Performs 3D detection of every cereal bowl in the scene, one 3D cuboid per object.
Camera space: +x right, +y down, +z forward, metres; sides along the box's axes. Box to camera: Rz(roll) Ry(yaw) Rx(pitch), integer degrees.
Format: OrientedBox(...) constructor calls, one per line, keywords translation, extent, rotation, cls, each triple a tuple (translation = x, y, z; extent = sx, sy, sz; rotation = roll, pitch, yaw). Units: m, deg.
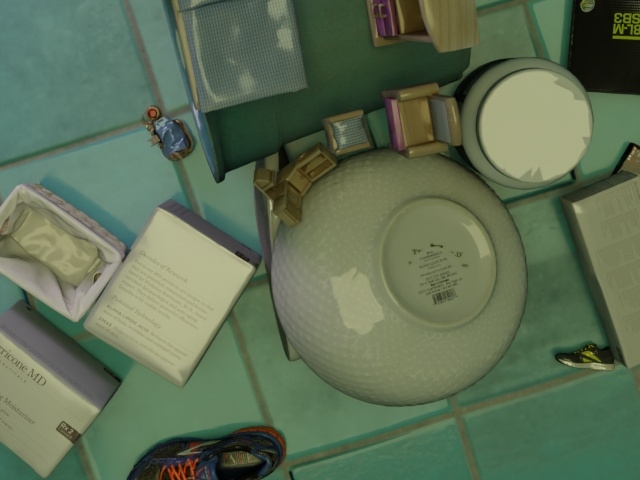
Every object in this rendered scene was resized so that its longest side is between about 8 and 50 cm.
OrientedBox(translation=(0.118, 0.037, 1.761), extent=(0.338, 0.141, 0.339), rotation=(5, 77, -21), cls="cereal bowl")

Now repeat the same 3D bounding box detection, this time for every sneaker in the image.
OrientedBox(translation=(0.000, 0.000, 1.851), extent=(0.146, 0.104, 0.296), rotation=(-11, 93, -10), cls="sneaker")
OrientedBox(translation=(0.356, 0.154, 1.898), extent=(0.083, 0.031, 0.035), rotation=(7, 91, -10), cls="sneaker")
OrientedBox(translation=(-0.156, 0.302, 1.883), extent=(0.221, 0.087, 0.083), rotation=(-18, 95, 2), cls="sneaker")

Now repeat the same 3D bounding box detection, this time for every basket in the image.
OrientedBox(translation=(-0.346, 0.012, 1.843), extent=(0.167, 0.103, 0.113), rotation=(36, 95, -3), cls="basket")

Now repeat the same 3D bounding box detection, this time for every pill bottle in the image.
OrientedBox(translation=(0.246, -0.145, 1.737), extent=(0.162, 0.278, 0.162), rotation=(0, 97, 0), cls="pill bottle")

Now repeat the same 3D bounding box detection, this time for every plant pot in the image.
OrientedBox(translation=(-0.013, -0.278, 1.715), extent=(0.334, 0.341, 0.341), rotation=(-16, 96, -6), cls="plant pot")

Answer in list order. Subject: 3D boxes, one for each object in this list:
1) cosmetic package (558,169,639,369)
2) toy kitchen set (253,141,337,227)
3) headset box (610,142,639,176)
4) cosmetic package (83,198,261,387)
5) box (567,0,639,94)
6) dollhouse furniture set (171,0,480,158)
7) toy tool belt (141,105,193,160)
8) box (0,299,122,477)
OrientedBox(translation=(0.399, 0.038, 1.843), extent=(0.098, 0.060, 0.239), rotation=(-22, 103, -4), cls="cosmetic package")
OrientedBox(translation=(-0.031, -0.078, 1.712), extent=(0.075, 0.083, 0.068), rotation=(-34, 120, 26), cls="toy kitchen set")
OrientedBox(translation=(0.432, -0.082, 1.867), extent=(0.083, 0.032, 0.062), rotation=(31, 96, -2), cls="headset box")
OrientedBox(translation=(-0.187, 0.064, 1.825), extent=(0.151, 0.151, 0.184), rotation=(32, 95, -3), cls="cosmetic package")
OrientedBox(translation=(0.416, -0.277, 1.802), extent=(0.190, 0.045, 0.184), rotation=(8, 95, 27), cls="box")
OrientedBox(translation=(-0.013, -0.199, 1.468), extent=(0.303, 0.198, 0.287), rotation=(-13, 103, -14), cls="dollhouse furniture set")
OrientedBox(translation=(-0.203, -0.141, 1.851), extent=(0.052, 0.051, 0.083), rotation=(-34, 95, 4), cls="toy tool belt")
OrientedBox(translation=(-0.371, 0.187, 1.823), extent=(0.181, 0.182, 0.119), rotation=(39, 96, -4), cls="box")
